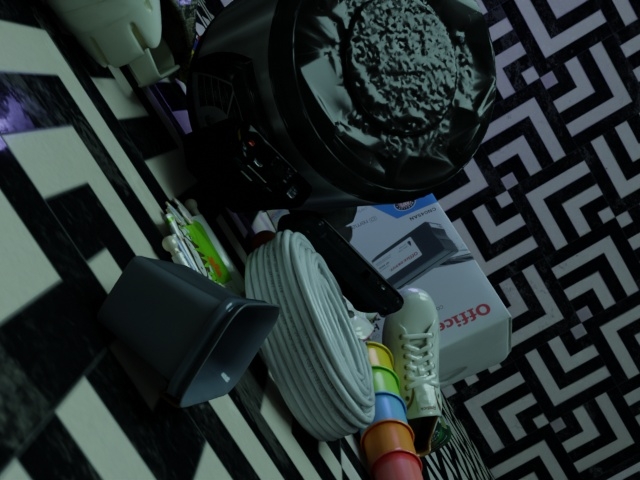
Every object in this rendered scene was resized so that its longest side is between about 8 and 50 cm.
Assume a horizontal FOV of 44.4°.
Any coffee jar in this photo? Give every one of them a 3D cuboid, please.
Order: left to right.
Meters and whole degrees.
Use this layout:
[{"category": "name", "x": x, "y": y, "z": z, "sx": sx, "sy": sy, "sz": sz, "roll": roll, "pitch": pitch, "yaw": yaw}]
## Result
[{"category": "coffee jar", "x": 0.189, "y": 0.358, "z": 1.513, "sx": 0.079, "sy": 0.096, "sz": 0.184, "roll": 62, "pitch": 7, "yaw": 31}]

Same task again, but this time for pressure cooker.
[{"category": "pressure cooker", "x": 0.004, "y": -0.221, "z": 1.184, "sx": 0.375, "sy": 0.370, "sz": 0.420, "roll": 28, "pitch": -14, "yaw": -28}]

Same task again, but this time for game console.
[{"category": "game console", "x": -0.034, "y": -0.020, "z": 1.060, "sx": 0.361, "sy": 0.044, "sz": 0.213, "roll": 45, "pitch": -18, "yaw": -21}]

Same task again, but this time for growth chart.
[{"category": "growth chart", "x": -0.123, "y": 0.032, "z": 0.862, "sx": 0.172, "sy": 0.021, "sz": 0.237, "roll": 59, "pitch": 4, "yaw": -11}]

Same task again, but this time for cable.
[{"category": "cable", "x": -0.012, "y": 0.112, "z": 0.948, "sx": 0.257, "sy": 0.089, "sz": 0.257, "roll": -101, "pitch": 167, "yaw": -61}]

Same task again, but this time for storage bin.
[{"category": "storage bin", "x": -0.102, "y": 0.065, "z": 0.587, "sx": 0.091, "sy": 0.098, "sz": 0.135, "roll": 32, "pitch": 0, "yaw": 12}]

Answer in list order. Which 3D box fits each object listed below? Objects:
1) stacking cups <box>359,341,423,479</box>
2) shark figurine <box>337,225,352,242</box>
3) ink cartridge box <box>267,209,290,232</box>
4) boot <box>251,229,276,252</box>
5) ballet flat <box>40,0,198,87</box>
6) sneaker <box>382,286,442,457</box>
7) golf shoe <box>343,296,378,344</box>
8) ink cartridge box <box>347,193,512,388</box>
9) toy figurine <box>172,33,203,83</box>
[{"category": "stacking cups", "x": 0.100, "y": 0.276, "z": 1.166, "sx": 0.096, "sy": 0.096, "sz": 0.316, "roll": 56, "pitch": 6, "yaw": -28}, {"category": "shark figurine", "x": 0.000, "y": -0.028, "z": 1.450, "sx": 0.166, "sy": 0.116, "sz": 0.278, "roll": -35, "pitch": 103, "yaw": -41}, {"category": "ink cartridge box", "x": -0.044, "y": -0.055, "z": 1.569, "sx": 0.181, "sy": 0.104, "sz": 0.061, "roll": 62, "pitch": 6, "yaw": 26}, {"category": "boot", "x": -0.071, "y": 0.036, "z": 1.126, "sx": 0.084, "sy": 0.059, "sz": 0.158, "roll": 44, "pitch": 17, "yaw": -52}, {"category": "ballet flat", "x": -0.236, "y": -0.287, "z": 0.972, "sx": 0.483, "sy": 0.164, "sz": 0.182, "roll": -33, "pitch": 112, "yaw": -86}, {"category": "sneaker", "x": 0.171, "y": 0.228, "z": 1.330, "sx": 0.123, "sy": 0.106, "sz": 0.290, "roll": -147, "pitch": -124, "yaw": -68}, {"category": "golf shoe", "x": 0.023, "y": 0.106, "z": 1.307, "sx": 0.140, "sy": 0.115, "sz": 0.306, "roll": 55, "pitch": 5, "yaw": -2}, {"category": "ink cartridge box", "x": 0.164, "y": 0.096, "z": 1.574, "sx": 0.166, "sy": 0.285, "sz": 0.395, "roll": 72, "pitch": -7, "yaw": -54}, {"category": "toy figurine", "x": -0.158, "y": -0.307, "z": 1.539, "sx": 0.217, "sy": 0.191, "sz": 0.362, "roll": 62, "pitch": 5, "yaw": -20}]
